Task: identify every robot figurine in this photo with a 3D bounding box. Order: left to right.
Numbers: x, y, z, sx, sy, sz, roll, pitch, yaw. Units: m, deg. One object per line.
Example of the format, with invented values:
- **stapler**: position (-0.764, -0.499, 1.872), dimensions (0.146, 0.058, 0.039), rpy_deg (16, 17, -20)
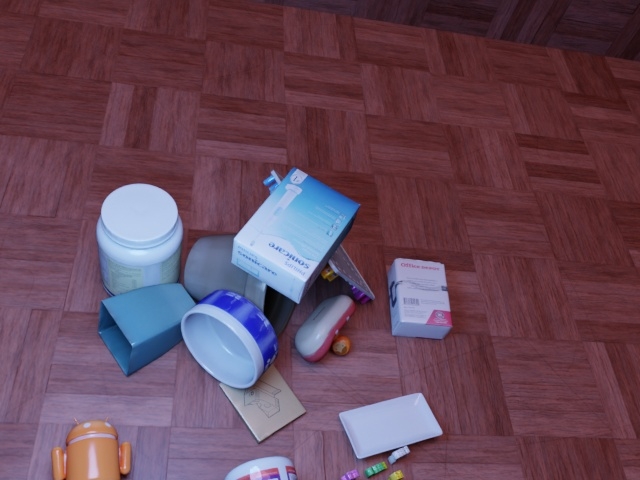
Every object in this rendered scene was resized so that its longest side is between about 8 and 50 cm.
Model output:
- **robot figurine**: position (-0.557, 0.536, 1.563), dimensions (0.158, 0.128, 0.219), rpy_deg (-17, 57, 3)

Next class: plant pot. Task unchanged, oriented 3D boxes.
- **plant pot**: position (-0.473, 0.226, 1.801), dimensions (0.234, 0.166, 0.165), rpy_deg (-25, 64, -36)
- **plant pot**: position (-0.232, 0.103, 1.891), dimensions (0.280, 0.323, 0.323), rpy_deg (12, 50, 15)

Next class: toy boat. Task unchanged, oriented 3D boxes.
- **toy boat**: position (0.034, 0.282, 1.923), dimensions (0.151, 0.151, 0.231), rpy_deg (52, 53, -12)

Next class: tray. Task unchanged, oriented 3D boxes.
- **tray**: position (0.198, 0.527, 1.822), dimensions (0.270, 0.030, 0.145), rpy_deg (-9, 46, -20)

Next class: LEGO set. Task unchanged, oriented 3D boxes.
- **LEGO set**: position (0.165, 0.626, 1.708), dimensions (0.227, 0.093, 0.087), rpy_deg (-17, 60, -26)

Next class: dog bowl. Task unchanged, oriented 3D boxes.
- **dog bowl**: position (-0.247, 0.269, 1.747), dimensions (0.265, 0.265, 0.104), rpy_deg (36, 47, 12)

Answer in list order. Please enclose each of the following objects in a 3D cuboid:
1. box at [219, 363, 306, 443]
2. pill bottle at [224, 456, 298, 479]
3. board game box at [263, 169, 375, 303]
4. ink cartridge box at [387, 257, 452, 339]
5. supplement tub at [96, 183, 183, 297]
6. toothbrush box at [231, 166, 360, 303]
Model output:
- **box**: position (-0.163, 0.445, 1.804), dimensions (0.164, 0.021, 0.201), rpy_deg (-27, 65, -30)
- **pill bottle**: position (-0.116, 0.697, 1.525), dimensions (0.181, 0.181, 0.323), rpy_deg (-6, 56, -19)
- **board game box**: position (0.000, 0.000, 1.989), dimensions (0.050, 0.390, 0.390), rpy_deg (-37, 64, 7)
- **ink cartridge box**: position (0.317, 0.188, 2.072), dimensions (0.172, 0.100, 0.237), rpy_deg (7, 54, -10)
- **supplement tub**: position (-0.515, 0.017, 1.837), dimensions (0.235, 0.325, 0.235), rpy_deg (7, 52, -10)
- **toothbrush box**: position (-0.064, -0.018, 1.697), dimensions (0.216, 0.126, 0.295), rpy_deg (30, 56, 8)
